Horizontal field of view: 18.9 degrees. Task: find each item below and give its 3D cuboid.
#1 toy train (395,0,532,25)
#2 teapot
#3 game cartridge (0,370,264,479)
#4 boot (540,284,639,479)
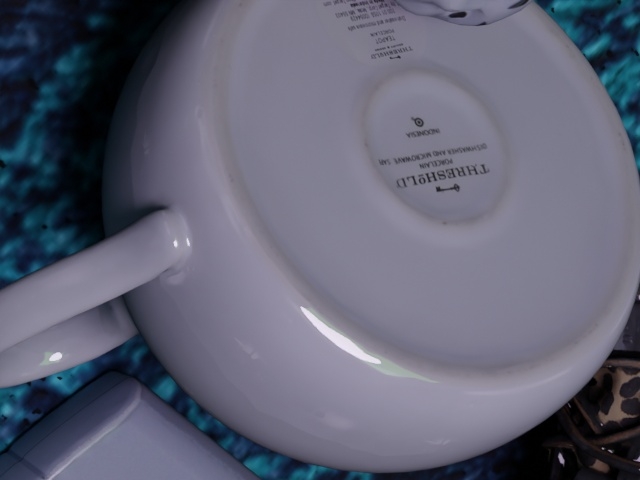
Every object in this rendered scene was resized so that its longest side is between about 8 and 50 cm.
[{"bbox_3d":[0.025,-0.246,0.781,0.190,0.142,0.333,14,65,-32],"label":"toy train"},{"bbox_3d":[0.000,0.000,0.846,0.256,0.187,0.252,31,54,-16],"label":"teapot"},{"bbox_3d":[-0.128,0.217,0.886,0.196,0.060,0.294,41,78,-27],"label":"game cartridge"},{"bbox_3d":[0.129,0.151,0.955,0.377,0.138,0.284,-5,104,-43],"label":"boot"}]
